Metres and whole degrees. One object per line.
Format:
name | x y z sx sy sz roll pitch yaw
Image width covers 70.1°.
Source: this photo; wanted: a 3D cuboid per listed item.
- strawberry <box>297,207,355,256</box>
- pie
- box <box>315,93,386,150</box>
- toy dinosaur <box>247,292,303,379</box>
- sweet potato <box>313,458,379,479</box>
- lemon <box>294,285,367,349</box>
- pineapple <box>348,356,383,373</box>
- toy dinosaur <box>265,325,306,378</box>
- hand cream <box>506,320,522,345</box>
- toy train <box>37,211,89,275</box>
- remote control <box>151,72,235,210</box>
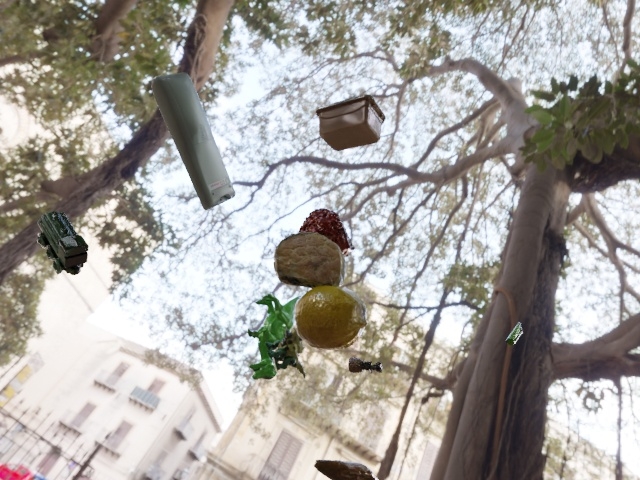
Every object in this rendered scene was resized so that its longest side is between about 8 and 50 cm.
strawberry | 0.000 0.000 1.481 0.184 0.201 0.187 48 -23 27
pie | -0.026 0.053 1.300 0.218 0.185 0.052 14 -31 -11
box | 0.058 -0.223 0.882 0.122 0.062 0.089 -8 -22 28
toy dinosaur | -0.126 0.405 2.032 0.500 0.374 0.144 5 -32 -42
sweet potato | 0.094 0.643 1.247 0.255 0.058 0.078 35 -64 -30
lemon | 0.025 0.202 1.201 0.193 0.180 0.180 -1 -47 54
pineapple | 0.157 0.424 1.553 0.124 0.058 0.058 -6 -51 20
toy dinosaur | -0.123 0.460 1.808 0.153 0.094 0.259 -15 -65 -6
hand cream | 0.554 0.265 1.294 0.023 0.122 0.036 -16 -89 37
toy train | -0.606 0.002 1.071 0.170 0.071 0.111 47 -51 23
remote control | -0.267 -0.217 0.998 0.051 0.103 0.293 -8 -72 36
